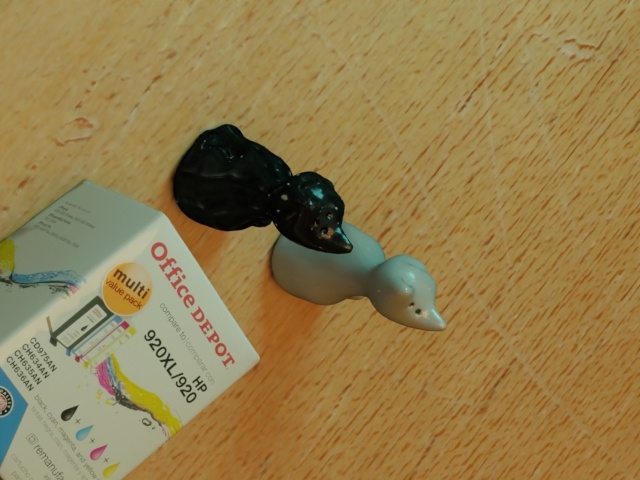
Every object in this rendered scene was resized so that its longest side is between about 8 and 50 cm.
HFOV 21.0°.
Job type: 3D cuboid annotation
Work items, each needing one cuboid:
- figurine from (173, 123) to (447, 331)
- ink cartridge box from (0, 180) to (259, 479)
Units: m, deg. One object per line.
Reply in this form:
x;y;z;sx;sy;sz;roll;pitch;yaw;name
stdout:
0.000;0.000;1.522;0.215;0.209;0.092;39;81;-33;figurine
-0.209;0.092;1.442;0.232;0.168;0.171;-40;119;-18;ink cartridge box
